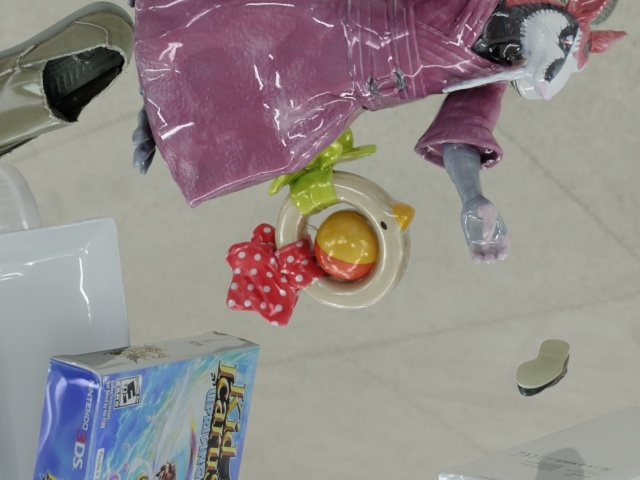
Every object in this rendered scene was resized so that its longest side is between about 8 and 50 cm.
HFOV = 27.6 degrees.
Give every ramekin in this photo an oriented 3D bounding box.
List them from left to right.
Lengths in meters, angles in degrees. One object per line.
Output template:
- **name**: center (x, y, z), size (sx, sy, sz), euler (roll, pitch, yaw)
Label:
- **ramekin**: center (-0.441, 0.010, 1.695), size (0.109, 0.207, 0.207), euler (-12, 163, -29)

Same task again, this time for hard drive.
- **hard drive**: center (0.314, 0.248, 1.454), size (0.307, 0.040, 0.203), euler (-11, -174, -34)

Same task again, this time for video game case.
- **video game case**: center (-0.156, 0.225, 1.142), size (0.061, 0.269, 0.244), euler (13, -172, 26)

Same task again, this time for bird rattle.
- **bird rattle**: center (0.000, 0.000, 1.495), size (0.207, 0.253, 0.143), euler (26, -161, 20)

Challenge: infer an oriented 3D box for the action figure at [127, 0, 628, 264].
- **action figure**: center (0.043, -0.140, 0.989), size (0.370, 0.276, 0.248), euler (-5, 117, 8)

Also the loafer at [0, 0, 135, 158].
- **loafer**: center (-0.299, -0.154, 1.347), size (0.251, 0.087, 0.094), euler (-36, 125, 6)

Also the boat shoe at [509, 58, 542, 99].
- **boat shoe**: center (0.185, -0.194, 1.285), size (0.070, 0.219, 0.078), euler (-10, 117, 12)

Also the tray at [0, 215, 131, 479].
- **tray**: center (-0.237, 0.120, 1.165), size (0.145, 0.270, 0.030), euler (-11, -171, -38)

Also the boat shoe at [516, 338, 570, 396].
- **boat shoe**: center (0.270, 0.162, 1.573), size (0.049, 0.133, 0.042), euler (12, 111, 23)

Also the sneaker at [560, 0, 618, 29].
- **sneaker**: center (0.334, -0.374, 1.697), size (0.083, 0.222, 0.118), euler (2, 175, -14)
